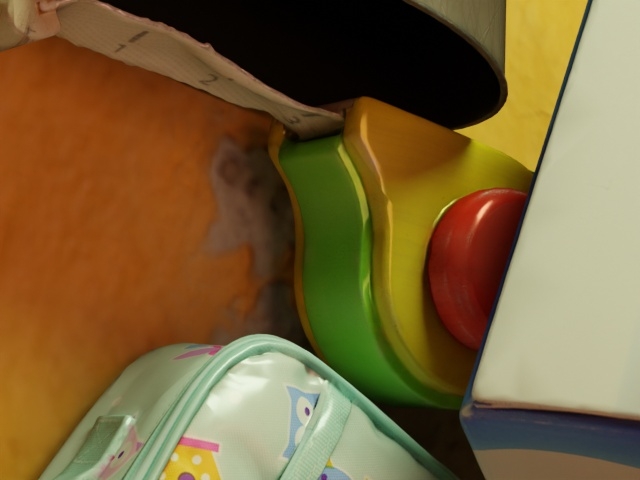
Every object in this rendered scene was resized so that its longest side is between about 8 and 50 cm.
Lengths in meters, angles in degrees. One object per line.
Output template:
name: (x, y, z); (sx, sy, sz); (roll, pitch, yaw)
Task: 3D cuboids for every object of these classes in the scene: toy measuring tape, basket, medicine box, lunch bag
toy measuring tape: (0.000, 0.000, 0.746); (0.330, 0.121, 0.121); (19, 76, -34)
basket: (0.003, -0.184, 0.741); (0.204, 0.154, 0.227); (22, 70, -32)
medicine box: (0.191, 0.047, 0.768); (0.289, 0.149, 0.263); (63, 39, -47)
lunch bag: (-0.047, 0.187, 0.698); (0.224, 0.108, 0.279); (45, 62, -26)
